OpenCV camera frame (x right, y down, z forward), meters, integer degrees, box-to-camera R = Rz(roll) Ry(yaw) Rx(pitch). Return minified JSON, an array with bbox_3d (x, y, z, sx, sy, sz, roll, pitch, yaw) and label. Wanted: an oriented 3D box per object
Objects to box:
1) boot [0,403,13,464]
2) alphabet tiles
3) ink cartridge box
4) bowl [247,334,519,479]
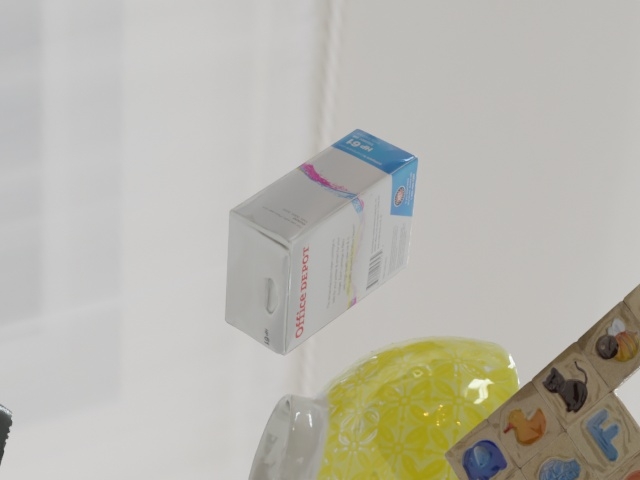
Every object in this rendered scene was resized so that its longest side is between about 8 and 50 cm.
[{"bbox_3d":[-0.392,0.197,1.673,0.094,0.207,0.246,-32,-145,36],"label":"boot"},{"bbox_3d":[0.179,0.161,1.121,0.237,0.009,0.198,-44,-117,23],"label":"alphabet tiles"},{"bbox_3d":[0.000,0.000,1.135,0.052,0.122,0.088,28,-47,28],"label":"ink cartridge box"},{"bbox_3d":[0.029,0.198,1.483,0.289,0.156,0.289,-162,-90,-79],"label":"bowl"}]
